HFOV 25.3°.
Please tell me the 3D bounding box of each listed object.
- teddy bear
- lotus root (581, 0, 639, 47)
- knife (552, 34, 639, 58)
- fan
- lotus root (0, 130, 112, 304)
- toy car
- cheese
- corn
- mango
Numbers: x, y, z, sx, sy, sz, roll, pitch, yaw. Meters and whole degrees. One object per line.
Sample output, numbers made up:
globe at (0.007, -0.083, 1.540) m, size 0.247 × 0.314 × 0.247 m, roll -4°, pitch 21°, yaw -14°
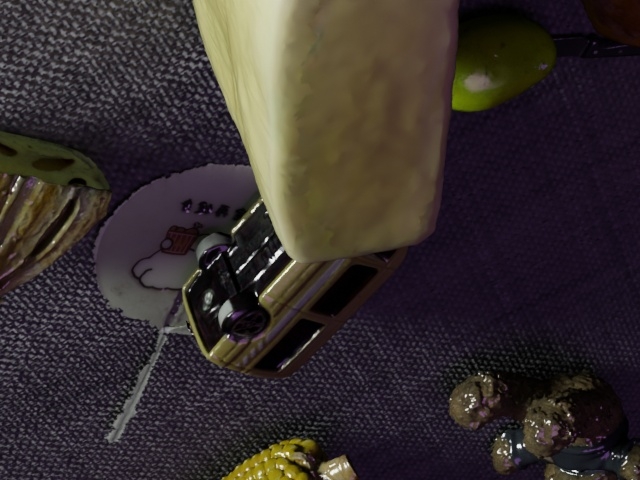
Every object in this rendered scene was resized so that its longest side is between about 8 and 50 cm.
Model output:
teddy bear at (0.254, 0.197, 1.445) m, size 0.129 × 0.182 × 0.251 m, roll -55°, pitch 134°, yaw -18°
lotus root at (0.256, -0.216, 1.012) m, size 0.188 × 0.199 × 0.180 m, roll 0°, pitch 126°, yaw -10°
knife at (0.204, -0.159, 1.177) m, size 0.170 × 0.010 × 0.023 m, roll -5°, pitch 133°, yaw -13°
fan at (-0.129, 0.062, 1.259) m, size 0.190 × 0.009 × 0.329 m, roll 9°, pitch 125°, yaw -28°
lotus root at (-0.258, -0.021, 1.100) m, size 0.143 × 0.070 × 0.144 m, roll 19°, pitch 118°, yaw -39°
toy car at (0.000, 0.000, 1.183) m, size 0.124 × 0.101 × 0.257 m, roll 24°, pitch 118°, yaw -40°
cheese at (-0.008, -0.158, 0.925) m, size 0.124 × 0.265 × 0.242 m, roll -12°, pitch 133°, yaw -9°
corn at (-0.093, 0.303, 1.418) m, size 0.322 × 0.119 × 0.119 m, roll -38°, pitch 132°, yaw 17°
mango at (0.137, -0.142, 1.132) m, size 0.108 × 0.056 × 0.073 m, roll -12°, pitch 99°, yaw -13°
